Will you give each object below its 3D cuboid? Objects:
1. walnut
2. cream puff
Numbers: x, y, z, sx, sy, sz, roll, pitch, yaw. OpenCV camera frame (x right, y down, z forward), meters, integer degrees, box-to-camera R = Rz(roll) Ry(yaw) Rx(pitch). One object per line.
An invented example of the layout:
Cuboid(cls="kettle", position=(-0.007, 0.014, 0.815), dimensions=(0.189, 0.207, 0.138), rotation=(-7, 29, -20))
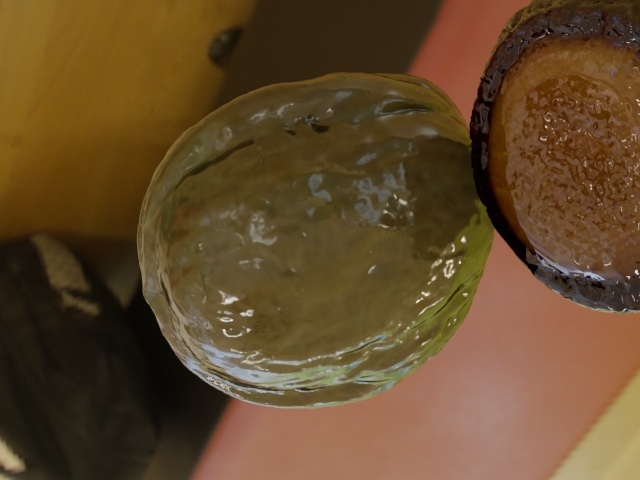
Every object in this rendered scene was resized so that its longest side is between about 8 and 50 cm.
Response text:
Cuboid(cls="walnut", position=(0.000, 0.000, 1.220), dimensions=(0.282, 0.227, 0.283), rotation=(-5, 110, -13))
Cuboid(cls="cream puff", position=(0.221, -0.071, 1.092), dimensions=(0.164, 0.239, 0.239), rotation=(-23, 155, -45))
